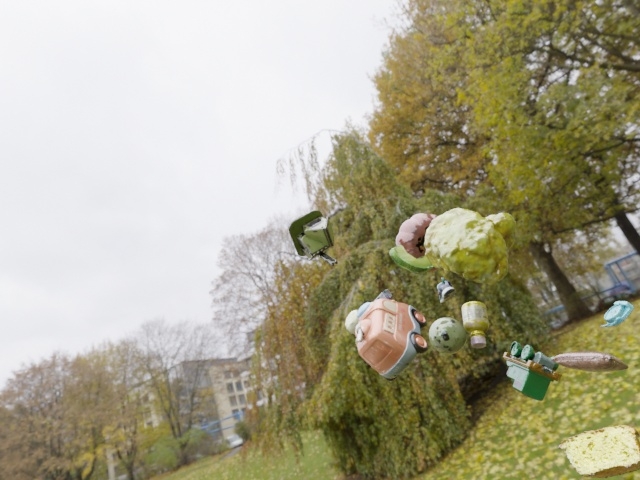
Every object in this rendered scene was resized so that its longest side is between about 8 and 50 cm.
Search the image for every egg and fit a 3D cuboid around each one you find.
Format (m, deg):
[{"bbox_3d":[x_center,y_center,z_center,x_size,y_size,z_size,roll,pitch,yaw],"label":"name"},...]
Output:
[{"bbox_3d":[0.622,0.466,2.140,0.177,0.176,0.228,-24,-23,13],"label":"egg"}]

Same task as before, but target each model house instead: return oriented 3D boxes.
[{"bbox_3d":[0.000,0.000,2.172,0.205,0.279,0.218,-31,-60,-16],"label":"model house"}]

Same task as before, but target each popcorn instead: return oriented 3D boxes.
[{"bbox_3d":[0.586,0.006,1.750,0.334,0.292,0.294,15,7,18],"label":"popcorn"}]

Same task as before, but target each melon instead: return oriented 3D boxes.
[{"bbox_3d":[0.400,0.085,1.902,0.118,0.210,0.064,-57,-7,-41],"label":"melon"}]

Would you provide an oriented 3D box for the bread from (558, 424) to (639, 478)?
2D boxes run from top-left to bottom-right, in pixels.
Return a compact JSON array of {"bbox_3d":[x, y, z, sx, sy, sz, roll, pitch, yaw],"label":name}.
[{"bbox_3d":[0.702,0.525,1.086,0.187,0.103,0.065,-36,-53,29],"label":"bread"}]

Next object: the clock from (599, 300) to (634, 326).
[{"bbox_3d":[1.294,0.331,1.921,0.147,0.045,0.108,-50,-11,-1],"label":"clock"}]

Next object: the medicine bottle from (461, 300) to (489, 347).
[{"bbox_3d":[0.768,0.418,2.159,0.122,0.212,0.121,3,-35,2],"label":"medicine bottle"}]

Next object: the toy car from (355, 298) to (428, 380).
[{"bbox_3d":[0.213,0.302,1.433,0.180,0.213,0.270,-54,6,28],"label":"toy car"}]

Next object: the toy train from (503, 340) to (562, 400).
[{"bbox_3d":[1.107,0.695,2.330,0.178,0.249,0.429,24,-6,5],"label":"toy train"}]

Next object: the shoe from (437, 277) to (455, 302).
[{"bbox_3d":[0.468,0.190,1.650,0.064,0.071,0.143,-27,-26,3],"label":"shoe"}]

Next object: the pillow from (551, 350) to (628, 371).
[{"bbox_3d":[1.110,0.499,1.807,0.236,0.084,0.223,20,-20,-38],"label":"pillow"}]

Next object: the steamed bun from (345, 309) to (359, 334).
[{"bbox_3d":[0.177,0.372,1.998,0.090,0.113,0.130,-61,2,23],"label":"steamed bun"}]

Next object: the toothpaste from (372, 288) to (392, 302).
[{"bbox_3d":[0.260,0.290,1.979,0.040,0.047,0.196,-24,-23,-35],"label":"toothpaste"}]

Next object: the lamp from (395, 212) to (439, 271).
[{"bbox_3d":[0.523,0.012,2.228,0.306,0.305,0.240,-12,1,-15],"label":"lamp"}]
